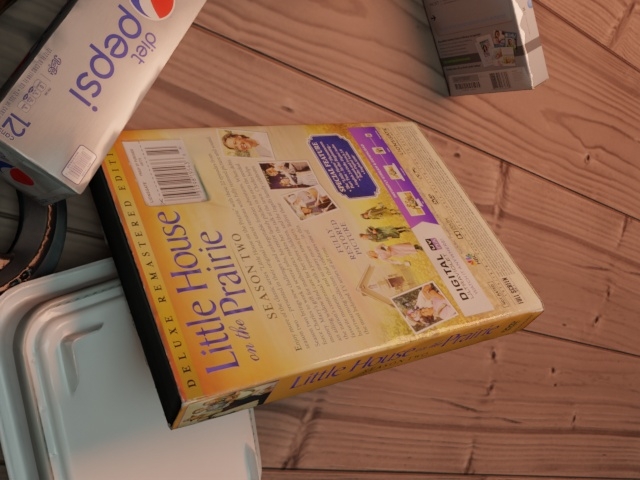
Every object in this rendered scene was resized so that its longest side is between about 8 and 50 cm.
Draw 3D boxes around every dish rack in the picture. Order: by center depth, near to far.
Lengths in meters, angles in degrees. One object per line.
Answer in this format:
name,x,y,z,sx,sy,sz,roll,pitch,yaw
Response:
dish rack,-0.165,0.180,0.657,0.286,0.072,0.332,-21,107,-53

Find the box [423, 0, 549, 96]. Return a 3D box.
box,0.206,-0.285,0.842,0.038,0.145,0.186,-34,114,-26

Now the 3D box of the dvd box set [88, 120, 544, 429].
dvd box set,0.000,0.000,0.689,0.421,0.307,0.062,-9,145,-32

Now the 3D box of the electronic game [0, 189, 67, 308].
electronic game,-0.326,-0.033,0.559,0.229,0.048,0.229,19,65,-49

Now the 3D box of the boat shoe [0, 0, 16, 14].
boat shoe,-0.287,-0.247,0.531,0.104,0.111,0.307,34,60,-21

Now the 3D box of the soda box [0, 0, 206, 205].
soda box,-0.199,-0.174,0.593,0.091,0.098,0.286,39,62,-31
